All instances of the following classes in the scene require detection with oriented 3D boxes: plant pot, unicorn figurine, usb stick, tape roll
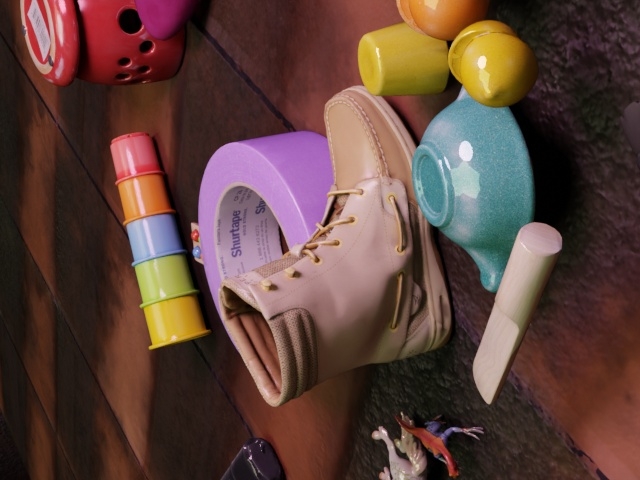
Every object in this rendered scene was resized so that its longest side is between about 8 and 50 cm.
[{"bbox_3d":[-0.295,-0.300,1.246,0.191,0.174,0.191,28,125,50],"label":"plant pot"},{"bbox_3d":[0.085,0.267,0.958,0.111,0.060,0.161,-130,29,-53],"label":"unicorn figurine"},{"bbox_3d":[-0.117,0.370,1.365,0.077,0.045,0.278,55,145,19],"label":"usb stick"},{"bbox_3d":[-0.036,0.020,1.029,0.275,0.090,0.274,33,130,49],"label":"tape roll"}]

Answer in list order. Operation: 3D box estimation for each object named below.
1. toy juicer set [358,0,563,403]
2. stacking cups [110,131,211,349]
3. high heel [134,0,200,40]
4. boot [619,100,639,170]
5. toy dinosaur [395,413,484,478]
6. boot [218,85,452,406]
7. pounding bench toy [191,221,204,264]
[{"bbox_3d":[0.131,-0.062,0.691,0.209,0.090,0.328,118,138,-66],"label":"toy juicer set"},{"bbox_3d":[-0.250,-0.001,1.372,0.096,0.096,0.316,-23,83,60],"label":"stacking cups"},{"bbox_3d":[-0.214,-0.393,1.034,0.127,0.181,0.377,22,124,26],"label":"high heel"},{"bbox_3d":[0.294,-0.007,0.409,0.348,0.131,0.260,127,131,-66],"label":"boot"},{"bbox_3d":[0.109,0.197,0.880,0.082,0.090,0.047,-19,-71,-76],"label":"toy dinosaur"},{"bbox_3d":[0.000,0.000,0.840,0.095,0.204,0.261,-6,99,59],"label":"boot"},{"bbox_3d":[-0.123,0.005,1.191,0.083,0.065,0.052,22,121,54],"label":"pounding bench toy"}]
